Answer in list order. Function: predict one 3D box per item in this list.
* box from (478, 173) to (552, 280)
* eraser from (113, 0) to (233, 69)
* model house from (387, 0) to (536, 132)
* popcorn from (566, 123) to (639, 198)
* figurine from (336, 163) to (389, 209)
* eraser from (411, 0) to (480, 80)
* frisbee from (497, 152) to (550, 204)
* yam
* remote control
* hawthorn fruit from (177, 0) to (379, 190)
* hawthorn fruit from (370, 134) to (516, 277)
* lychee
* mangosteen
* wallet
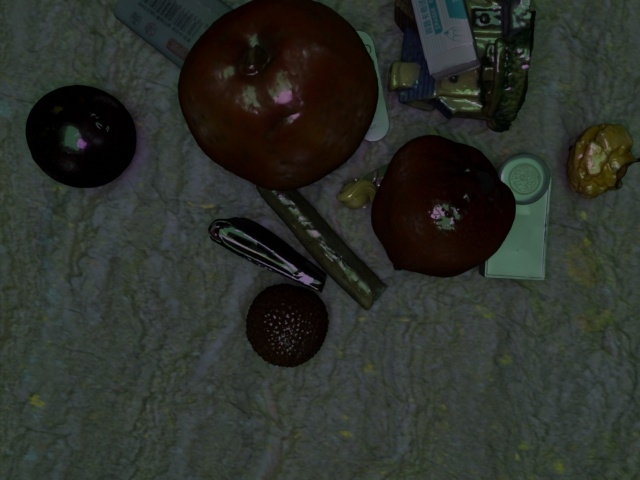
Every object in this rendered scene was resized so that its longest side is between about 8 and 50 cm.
[{"bbox_3d":[0.422,-0.031,1.624,0.130,0.086,0.225,3,95,3],"label":"box"},{"bbox_3d":[-0.308,-0.486,1.612,0.227,0.081,0.174,39,93,6],"label":"eraser"},{"bbox_3d":[0.278,-0.400,1.517,0.267,0.261,0.321,5,89,5],"label":"model house"},{"bbox_3d":[0.591,-0.171,1.578,0.152,0.148,0.167,28,121,29],"label":"popcorn"},{"bbox_3d":[0.121,-0.120,1.641,0.188,0.083,0.083,-18,94,-6],"label":"figurine"},{"bbox_3d":[0.230,-0.425,1.409,0.096,0.052,0.225,-15,80,21],"label":"eraser"},{"bbox_3d":[0.428,-0.130,1.568,0.110,0.014,0.110,0,94,3],"label":"frisbee"},{"bbox_3d":[0.000,0.000,1.652,0.083,0.083,0.371,-44,91,5],"label":"yam"},{"bbox_3d":[0.099,-0.340,1.645,0.077,0.022,0.244,-11,94,5],"label":"remote control"},{"bbox_3d":[-0.083,-0.305,1.476,0.403,0.403,0.402,0,95,2],"label":"hawthorn fruit"},{"bbox_3d":[0.242,-0.067,1.525,0.295,0.311,0.294,2,83,-19],"label":"hawthorn fruit"},{"bbox_3d":[-0.072,0.185,1.620,0.195,0.194,0.194,0,95,2],"label":"lychee"},{"bbox_3d":[-0.524,-0.210,1.602,0.265,0.228,0.228,-27,94,42],"label":"mangosteen"},{"bbox_3d":[-0.102,0.026,1.586,0.262,0.221,0.071,31,90,0],"label":"wallet"}]
